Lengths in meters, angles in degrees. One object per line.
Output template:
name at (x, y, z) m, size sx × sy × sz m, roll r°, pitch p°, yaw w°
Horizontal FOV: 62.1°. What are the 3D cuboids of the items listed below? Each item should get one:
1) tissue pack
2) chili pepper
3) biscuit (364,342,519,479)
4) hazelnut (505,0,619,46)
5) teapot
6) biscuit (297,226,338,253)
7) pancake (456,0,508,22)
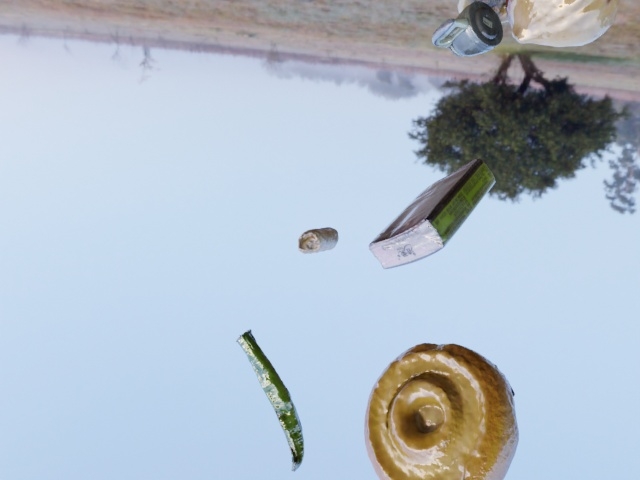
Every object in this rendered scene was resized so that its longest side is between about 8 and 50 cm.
tissue pack at (0.366, -0.083, 1.719) m, size 0.394 × 0.124 × 0.288 m, roll -43°, pitch -172°, yaw -37°
chili pepper at (-0.115, 0.391, 1.330) m, size 0.076 × 0.359 × 0.085 m, roll -25°, pitch 172°, yaw -11°
biscuit at (0.199, 0.320, 0.943) m, size 0.102 × 0.296 × 0.296 m, roll 33°, pitch -178°, yaw -37°
hazelnut at (0.522, -0.533, 1.169) m, size 0.241 × 0.261 × 0.261 m, roll -38°, pitch -149°, yaw -2°
teapot at (0.333, -0.462, 1.210) m, size 0.149 × 0.111 × 0.108 m, roll -41°, pitch -171°, yaw -31°
biscuit at (0.000, 0.000, 1.215) m, size 0.055 × 0.061 × 0.219 m, roll 39°, pitch -171°, yaw 10°
pancake at (0.489, -0.684, 1.398) m, size 0.282 × 0.282 × 0.049 m, roll -7°, pitch -124°, yaw -24°
